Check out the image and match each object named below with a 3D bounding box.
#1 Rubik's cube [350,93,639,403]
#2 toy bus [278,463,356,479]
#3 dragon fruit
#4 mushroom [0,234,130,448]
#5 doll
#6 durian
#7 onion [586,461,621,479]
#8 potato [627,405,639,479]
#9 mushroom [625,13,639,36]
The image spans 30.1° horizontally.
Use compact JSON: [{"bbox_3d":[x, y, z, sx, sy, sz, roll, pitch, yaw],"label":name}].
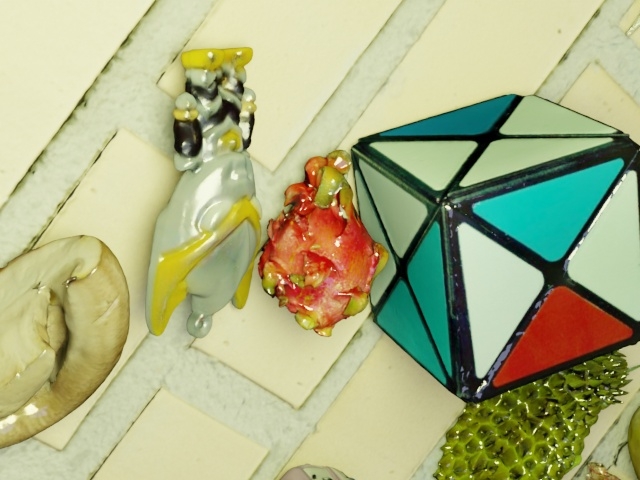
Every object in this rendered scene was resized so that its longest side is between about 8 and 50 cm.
[{"bbox_3d":[0.196,-0.003,1.332,0.250,0.246,0.248,-17,114,-16],"label":"Rubik's cube"},{"bbox_3d":[-0.018,0.377,1.441,0.202,0.142,0.142,-47,120,-1],"label":"toy bus"},{"bbox_3d":[0.000,0.000,1.315,0.133,0.150,0.208,20,79,-64],"label":"dragon fruit"},{"bbox_3d":[-0.288,0.122,1.231,0.285,0.156,0.151,-41,132,9],"label":"mushroom"},{"bbox_3d":[-0.114,-0.047,1.268,0.103,0.145,0.317,5,103,9],"label":"doll"},{"bbox_3d":[0.273,0.254,1.565,0.356,0.157,0.169,-51,156,1],"label":"durian"},{"bbox_3d":[0.404,0.402,1.644,0.159,0.159,0.195,-13,87,-19],"label":"onion"},{"bbox_3d":[0.506,0.297,1.646,0.137,0.155,0.200,-15,125,24],"label":"potato"},{"bbox_3d":[0.439,-0.387,1.420,0.068,0.043,0.306,35,95,-5],"label":"mushroom"}]
